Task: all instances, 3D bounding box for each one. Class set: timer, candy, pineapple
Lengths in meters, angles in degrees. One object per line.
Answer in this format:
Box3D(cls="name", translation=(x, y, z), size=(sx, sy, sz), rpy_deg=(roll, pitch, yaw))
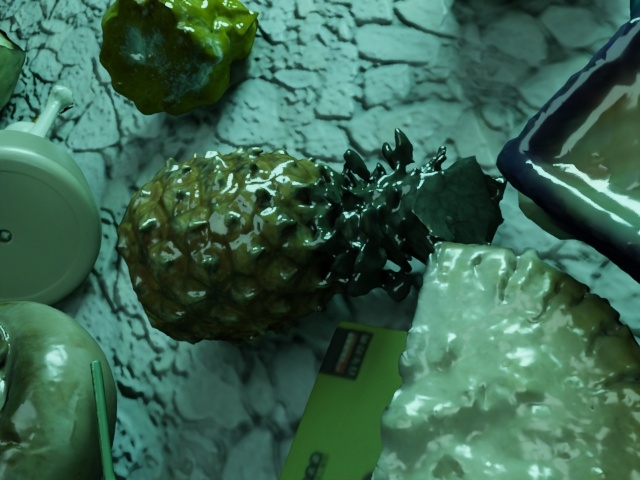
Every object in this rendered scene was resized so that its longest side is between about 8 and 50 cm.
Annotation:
Box3D(cls="timer", translation=(-0.314, -0.066, 1.008), size=(0.175, 0.175, 0.266), rpy_deg=(-39, 29, 11))
Box3D(cls="candy", translation=(-0.156, 0.185, 0.722), size=(0.058, 0.062, 0.194), rpy_deg=(-26, 68, 57))
Box3D(cls="pineapple", translation=(0.000, 0.000, 0.718), size=(0.278, 0.158, 0.158), rpy_deg=(-5, 59, 22))

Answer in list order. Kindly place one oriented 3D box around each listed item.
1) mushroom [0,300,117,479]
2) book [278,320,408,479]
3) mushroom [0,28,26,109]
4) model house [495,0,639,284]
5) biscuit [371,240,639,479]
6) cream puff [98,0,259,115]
Box3D(cls="mushroom", translation=(-0.273, 0.152, 0.790), size=(0.226, 0.178, 0.226), rpy_deg=(-13, 55, 19))
Box3D(cls="book", translation=(0.110, 0.181, 0.574), size=(0.352, 0.035, 0.239), rpy_deg=(7, 69, 40))
Box3D(cls="mushroom", translation=(-0.486, -0.208, 1.196), size=(0.267, 0.189, 0.164), rpy_deg=(23, 98, 18))
Box3D(cls="model house", translation=(0.247, -0.091, 0.503), size=(0.280, 0.245, 0.312), rpy_deg=(-14, 62, 39))
Box3D(cls="biscuit", translation=(0.105, 0.120, 0.531), size=(0.179, 0.084, 0.281), rpy_deg=(-9, 58, 33))
Box3D(cls="cream puff", translation=(-0.137, -0.197, 0.963), size=(0.146, 0.146, 0.116), rpy_deg=(-7, 20, 35))
